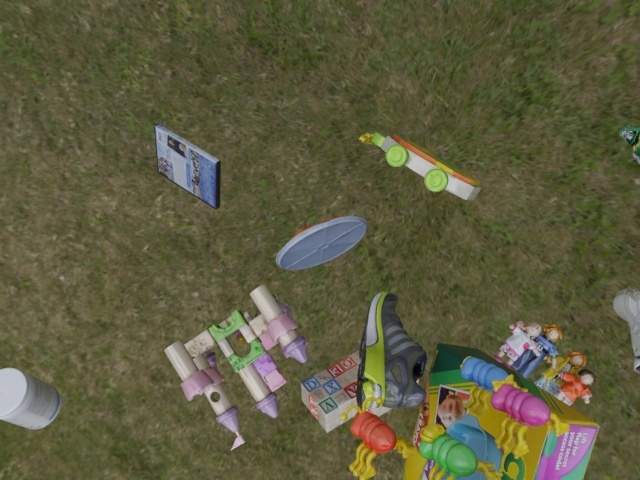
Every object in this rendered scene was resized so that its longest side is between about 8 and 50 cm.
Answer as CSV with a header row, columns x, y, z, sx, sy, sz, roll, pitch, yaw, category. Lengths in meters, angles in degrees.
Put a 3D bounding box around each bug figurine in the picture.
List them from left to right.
x,y,z,sx,sy,sz,roll,pitch,yaw,category
0.173,0.224,0.728,0.278,0.216,0.072,-19,101,-23,bug figurine

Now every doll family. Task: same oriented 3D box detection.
x,y,z,sx,sy,sz,roll,pitch,yaw,category
0.568,0.302,1.438,0.263,0.118,0.163,43,96,7,doll family

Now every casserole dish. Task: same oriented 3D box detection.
x,y,z,sx,sy,sz,roll,pitch,yaw,category
0.187,0.325,0.742,0.036,0.114,0.189,20,77,-11,casserole dish

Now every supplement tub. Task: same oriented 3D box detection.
x,y,z,sx,sy,sz,roll,pitch,yaw,category
-0.438,0.234,0.837,0.070,0.107,0.071,-2,62,3,supplement tub

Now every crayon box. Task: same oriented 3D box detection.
x,y,z,sx,sy,sz,roll,pitch,yaw,category
0.267,0.401,0.959,0.106,0.313,0.363,11,97,-19,crayon box

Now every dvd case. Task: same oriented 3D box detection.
x,y,z,sx,sy,sz,roll,pitch,yaw,category
-0.397,-0.219,1.701,0.253,0.022,0.181,31,139,20,dvd case

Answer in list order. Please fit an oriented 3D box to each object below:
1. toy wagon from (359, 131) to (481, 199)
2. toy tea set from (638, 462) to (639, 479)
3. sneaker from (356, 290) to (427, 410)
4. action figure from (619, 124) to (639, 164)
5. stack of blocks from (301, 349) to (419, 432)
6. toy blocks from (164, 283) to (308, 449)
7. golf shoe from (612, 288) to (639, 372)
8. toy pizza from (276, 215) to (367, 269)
x,y,z,sx,sy,sz,roll,pitch,yaw,category
0.257,-0.211,1.507,0.344,0.267,0.068,36,107,19,toy wagon
0.316,0.213,0.330,0.124,0.336,0.200,-17,77,-14,toy tea set
0.137,0.209,1.076,0.121,0.300,0.111,11,124,2,sneaker
0.627,-0.136,1.013,0.063,0.232,0.137,-13,137,-23,action figure
0.114,0.419,1.622,0.171,0.297,0.087,42,145,42,stack of blocks
-0.155,0.292,1.334,0.288,0.309,0.260,-34,81,-7,toy blocks
0.406,0.119,0.708,0.069,0.176,0.086,37,98,-9,golf shoe
0.000,0.000,1.161,0.201,0.201,0.032,-30,69,13,toy pizza
